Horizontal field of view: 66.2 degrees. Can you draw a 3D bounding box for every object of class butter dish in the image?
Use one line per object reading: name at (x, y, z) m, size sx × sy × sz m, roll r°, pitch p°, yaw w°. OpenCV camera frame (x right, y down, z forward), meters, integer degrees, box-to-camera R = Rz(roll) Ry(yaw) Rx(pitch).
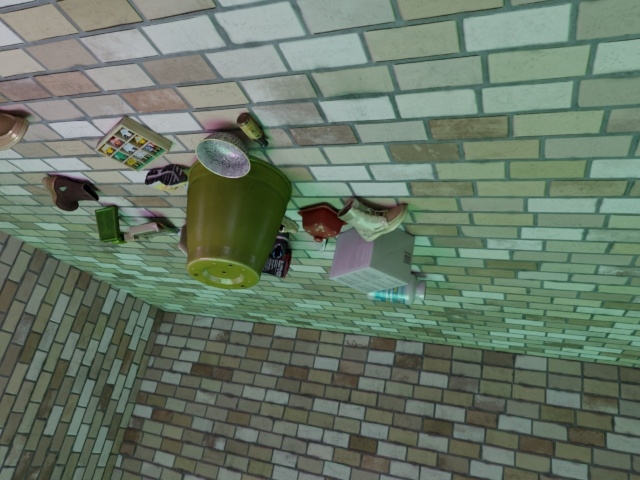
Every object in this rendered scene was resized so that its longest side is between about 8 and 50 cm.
butter dish at (0.002, -0.048, 1.844) m, size 0.160 × 0.118 × 0.160 m, roll -9°, pitch 149°, yaw 42°

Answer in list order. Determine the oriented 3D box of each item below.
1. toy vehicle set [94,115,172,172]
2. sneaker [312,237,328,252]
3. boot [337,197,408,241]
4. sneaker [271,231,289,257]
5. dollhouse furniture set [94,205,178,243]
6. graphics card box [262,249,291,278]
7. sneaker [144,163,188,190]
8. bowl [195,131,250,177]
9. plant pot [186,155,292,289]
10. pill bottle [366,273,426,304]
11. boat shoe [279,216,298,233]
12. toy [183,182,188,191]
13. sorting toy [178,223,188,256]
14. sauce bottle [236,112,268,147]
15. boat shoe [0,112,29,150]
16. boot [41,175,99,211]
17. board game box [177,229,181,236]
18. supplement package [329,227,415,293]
toy vehicle set at (-0.628, -0.314, 1.639) m, size 0.166 × 0.035 × 0.266 m, roll 27°, pitch 154°, yaw -34°
sneaker at (0.000, 0.000, 2.063) m, size 0.061 × 0.054 × 0.152 m, roll 19°, pitch 153°, yaw 7°
boot at (0.179, -0.093, 1.692) m, size 0.165 × 0.077 × 0.213 m, roll 37°, pitch 133°, yaw -22°
sneaker at (-0.183, 0.028, 2.123) m, size 0.079 × 0.121 × 0.217 m, roll 14°, pitch 158°, yaw -1°
dollhouse furniture set at (-0.847, -0.085, 2.279) m, size 0.301 × 0.151 × 0.197 m, roll -10°, pitch 175°, yaw 8°
graphics card box at (-0.320, 0.068, 2.203) m, size 0.370 × 0.094 × 0.233 m, roll 12°, pitch -170°, yaw 0°
sneaker at (-0.541, -0.220, 1.783) m, size 0.208 × 0.082 × 0.094 m, roll 5°, pitch 164°, yaw 37°
bowl at (-0.282, -0.274, 1.481) m, size 0.170 × 0.080 × 0.170 m, roll 11°, pitch 149°, yaw 7°
plant pot at (-0.296, -0.039, 1.640) m, size 0.366 × 0.353 × 0.366 m, roll 4°, pitch 151°, yaw 2°
pill bottle at (0.352, 0.217, 2.270) m, size 0.264 × 0.146 × 0.146 m, roll 5°, pitch 157°, yaw 17°
boat shoe at (-0.153, -0.061, 1.972) m, size 0.063 × 0.059 × 0.170 m, roll -6°, pitch 152°, yaw 38°
toy at (-0.416, -0.171, 1.849) m, size 0.237 × 0.056 × 0.137 m, roll 11°, pitch 157°, yaw 3°
sorting toy at (-0.555, 0.030, 2.212) m, size 0.038 × 0.208 × 0.193 m, roll -36°, pitch 117°, yaw 11°
sauce bottle at (-0.191, -0.312, 1.408) m, size 0.042 × 0.042 × 0.128 m, roll 0°, pitch 158°, yaw 28°
boat shoe at (-1.114, -0.376, 1.630) m, size 0.341 × 0.122 × 0.110 m, roll 3°, pitch 157°, yaw 25°
boot at (-1.047, -0.183, 2.106) m, size 0.206 × 0.090 × 0.248 m, roll 11°, pitch 155°, yaw 9°
board game box at (-0.643, -0.026, 2.371) m, size 0.090 × 0.020 × 0.090 m, roll -7°, pitch 152°, yaw 40°
supplement package at (0.200, 0.070, 1.915) m, size 0.198 × 0.199 × 0.262 m, roll 24°, pitch 155°, yaw -26°
